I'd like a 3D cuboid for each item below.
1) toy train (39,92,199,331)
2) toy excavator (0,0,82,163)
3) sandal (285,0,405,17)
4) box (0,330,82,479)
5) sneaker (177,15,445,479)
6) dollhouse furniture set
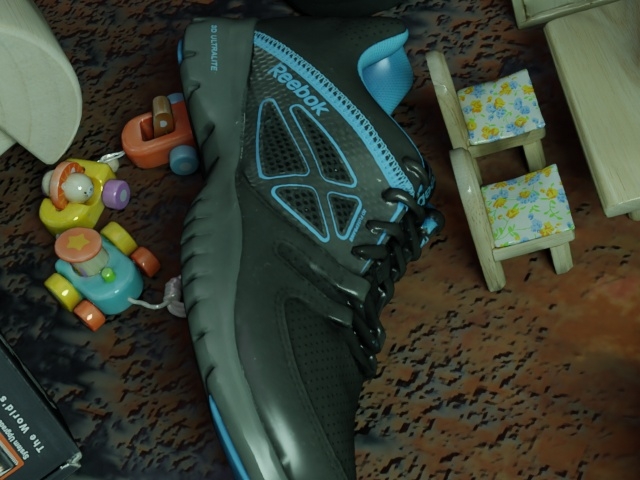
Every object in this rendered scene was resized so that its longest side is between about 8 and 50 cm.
[{"bbox_3d":[-0.117,-0.026,0.882,0.125,0.046,0.166,-14,51,9],"label":"toy train"},{"bbox_3d":[-0.416,-0.003,0.867,0.433,0.445,0.222,-60,42,25],"label":"toy excavator"},{"bbox_3d":[0.003,-0.342,1.055,0.168,0.107,0.445,-8,65,11],"label":"sandal"},{"bbox_3d":[-0.352,0.045,0.689,0.318,0.395,0.097,-34,26,-9],"label":"box"},{"bbox_3d":[0.000,0.000,0.776,0.140,0.125,0.340,-8,56,2],"label":"sneaker"},{"bbox_3d":[0.159,-0.129,0.792,0.212,0.161,0.242,-15,51,7],"label":"dollhouse furniture set"}]
